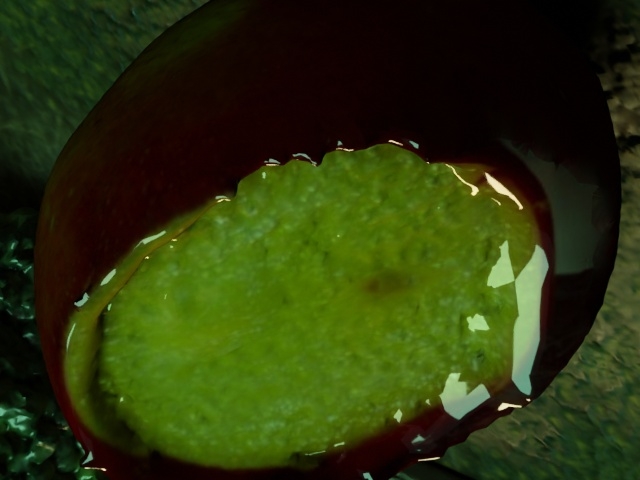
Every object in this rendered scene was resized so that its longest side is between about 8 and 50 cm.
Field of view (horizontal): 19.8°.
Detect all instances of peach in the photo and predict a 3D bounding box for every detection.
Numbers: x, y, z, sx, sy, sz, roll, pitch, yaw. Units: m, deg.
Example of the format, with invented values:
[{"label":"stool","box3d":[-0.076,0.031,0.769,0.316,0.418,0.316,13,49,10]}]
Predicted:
[{"label":"peach","box3d":[0.000,0.000,0.670,0.196,0.226,0.190,38,149,6]}]

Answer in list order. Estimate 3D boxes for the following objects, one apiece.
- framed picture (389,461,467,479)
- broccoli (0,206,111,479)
[{"label":"framed picture","box3d":[0.130,0.231,0.980,0.335,0.022,0.247,22,141,27]},{"label":"broccoli","box3d":[-0.184,0.086,1.015,0.288,0.248,0.245,40,-176,-14]}]
